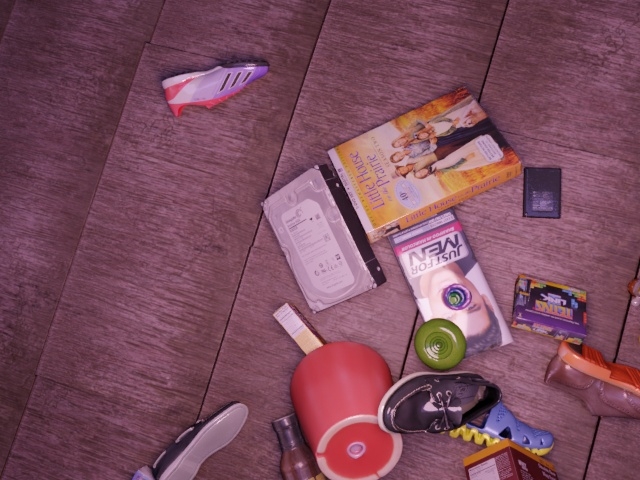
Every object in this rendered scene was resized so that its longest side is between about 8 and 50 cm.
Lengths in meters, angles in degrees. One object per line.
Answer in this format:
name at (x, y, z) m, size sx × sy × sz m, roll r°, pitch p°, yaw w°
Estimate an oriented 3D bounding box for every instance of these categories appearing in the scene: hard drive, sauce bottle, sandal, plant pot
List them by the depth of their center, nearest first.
plant pot at (0.068, 0.417, 1.296) m, size 0.275 × 0.243 × 0.275 m, roll -3°, pitch 111°, yaw -7°
sandal at (0.423, 0.443, 1.364) m, size 0.317 × 0.126 × 0.138 m, roll 15°, pitch 79°, yaw 7°
sauce bottle at (-0.038, 0.619, 1.404) m, size 0.111 × 0.111 × 0.344 m, roll -19°, pitch 80°, yaw 5°
hard drive at (0.000, 0.000, 1.421) m, size 0.237 × 0.064 × 0.339 m, roll -28°, pitch 86°, yaw 39°
hard drive at (0.592, -0.127, 1.460) m, size 0.094 × 0.022 × 0.135 m, roll 3°, pitch 83°, yaw 8°

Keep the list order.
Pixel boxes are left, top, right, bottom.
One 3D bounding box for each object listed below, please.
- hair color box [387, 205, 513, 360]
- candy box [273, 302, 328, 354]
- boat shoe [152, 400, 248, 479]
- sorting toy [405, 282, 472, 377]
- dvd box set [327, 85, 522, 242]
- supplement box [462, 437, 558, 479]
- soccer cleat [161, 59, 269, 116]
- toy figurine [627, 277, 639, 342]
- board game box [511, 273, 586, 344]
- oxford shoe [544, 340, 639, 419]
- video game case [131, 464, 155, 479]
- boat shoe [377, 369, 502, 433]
hair color box at (0.327, 0.117, 1.417) m, size 0.185 × 0.113 × 0.374 m, roll -23°, pitch 81°, yaw 6°
candy box at (-0.039, 0.251, 1.450) m, size 0.053 × 0.109 × 0.186 m, roll -41°, pitch 79°, yaw 1°
boat shoe at (-0.326, 0.532, 1.455) m, size 0.302 × 0.114 × 0.091 m, roll -41°, pitch 40°, yaw -14°
sorting toy at (0.265, 0.276, 1.291) m, size 0.127 × 0.126 × 0.365 m, roll 22°, pitch 97°, yaw 20°
dvd box set at (0.260, -0.208, 1.440) m, size 0.420 × 0.062 × 0.307 m, roll -24°, pitch 57°, yaw 4°
supplement box at (0.448, 0.588, 1.229) m, size 0.191 × 0.194 × 0.129 m, roll 34°, pitch 123°, yaw -26°
soccer cleat at (-0.295, -0.447, 1.586) m, size 0.318 × 0.108 × 0.116 m, roll -12°, pitch 102°, yaw 4°
toy figurine at (0.875, 0.162, 1.332) m, size 0.209 × 0.148 × 0.213 m, roll -17°, pitch 83°, yaw 11°
board game box at (0.576, 0.171, 1.378) m, size 0.170 × 0.048 × 0.141 m, roll 14°, pitch 49°, yaw 9°
oxford shoe at (0.735, 0.382, 1.346) m, size 0.364 × 0.130 × 0.132 m, roll 28°, pitch 111°, yaw 10°
video game case at (-0.445, 0.788, 1.458) m, size 0.244 × 0.061 × 0.269 m, roll 29°, pitch 87°, yaw 9°
boat shoe at (0.276, 0.360, 1.199) m, size 0.113 × 0.340 × 0.127 m, roll 5°, pitch 89°, yaw 51°
